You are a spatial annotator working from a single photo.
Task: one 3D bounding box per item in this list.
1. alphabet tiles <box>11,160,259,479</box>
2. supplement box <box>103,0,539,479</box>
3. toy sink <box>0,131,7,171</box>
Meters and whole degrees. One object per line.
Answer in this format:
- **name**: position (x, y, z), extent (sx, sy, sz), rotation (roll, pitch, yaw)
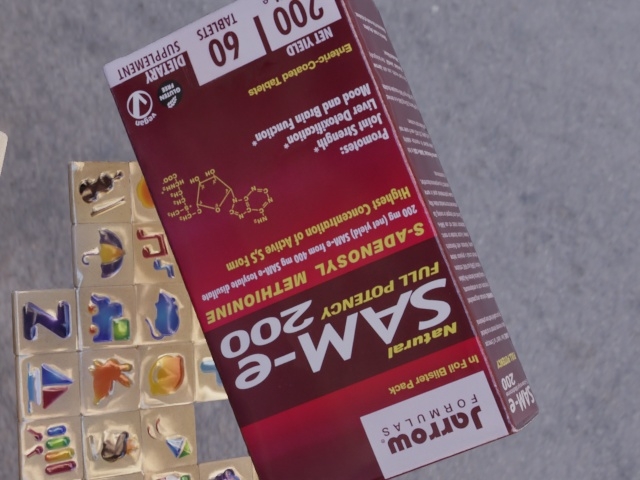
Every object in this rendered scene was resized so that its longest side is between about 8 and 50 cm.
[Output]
- **alphabet tiles**: position (-0.101, 0.067, 0.830), extent (0.198, 0.009, 0.237), rotation (-2, 88, -33)
- **supplement box**: position (0.000, 0.000, 0.636), extent (0.130, 0.073, 0.239), rotation (-24, 84, 17)
- **toy sink**: position (-0.262, 0.043, 0.667), extent (0.153, 0.234, 0.131), rotation (12, 47, -14)
